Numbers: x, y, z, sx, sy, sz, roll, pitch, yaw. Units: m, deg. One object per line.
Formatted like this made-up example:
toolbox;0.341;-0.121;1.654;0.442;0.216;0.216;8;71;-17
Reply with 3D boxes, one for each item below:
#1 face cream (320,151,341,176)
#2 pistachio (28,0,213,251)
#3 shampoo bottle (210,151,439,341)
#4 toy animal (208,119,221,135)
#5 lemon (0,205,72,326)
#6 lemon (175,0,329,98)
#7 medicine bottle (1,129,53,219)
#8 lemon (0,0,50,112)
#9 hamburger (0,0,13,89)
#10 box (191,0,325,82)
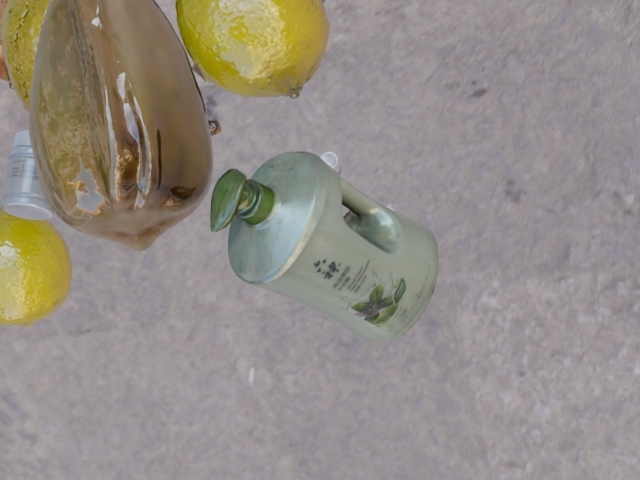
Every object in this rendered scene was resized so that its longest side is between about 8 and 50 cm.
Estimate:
face cream;0.020;-0.128;1.760;0.034;0.130;0.034;-1;80;5
pistachio;-0.186;-0.124;0.905;0.163;0.213;0.260;-5;76;-15
shampoo bottle;0.000;0.000;0.800;0.087;0.234;0.118;14;80;42
toy animal;-0.230;-0.225;1.278;0.114;0.116;0.255;-24;91;-7
lemon;-0.494;0.041;1.584;0.178;0.178;0.203;-10;93;24
lemon;-0.091;-0.289;1.296;0.192;0.192;0.231;-26;95;28
medicine bottle;-0.330;-0.075;1.125;0.058;0.058;0.091;-4;71;22
lemon;-0.359;-0.286;1.517;0.258;0.258;0.310;5;125;19
hamburger;-0.498;-0.418;1.892;0.250;0.330;0.330;26;120;-5
box;-0.085;-0.405;1.745;0.047;0.325;0.180;44;133;7
